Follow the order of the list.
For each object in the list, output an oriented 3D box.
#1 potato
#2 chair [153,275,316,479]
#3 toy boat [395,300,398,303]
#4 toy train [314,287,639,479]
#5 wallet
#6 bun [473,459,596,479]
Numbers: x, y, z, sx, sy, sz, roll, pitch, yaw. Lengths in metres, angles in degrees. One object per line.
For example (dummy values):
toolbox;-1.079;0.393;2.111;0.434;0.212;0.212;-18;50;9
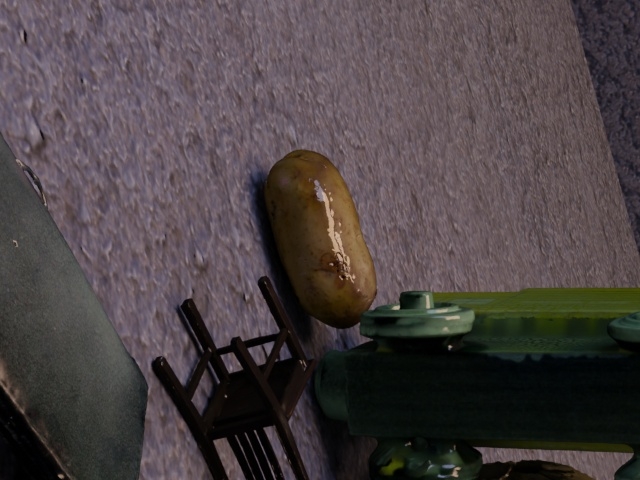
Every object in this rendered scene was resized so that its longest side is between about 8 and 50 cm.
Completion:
potato;0.000;0.000;1.759;0.107;0.080;0.170;-47;122;-78
chair;-0.044;0.148;1.505;0.212;0.084;0.101;64;24;-24
toy boat;0.088;0.114;1.983;0.105;0.034;0.149;50;29;-53
toy train;0.226;0.123;1.714;0.272;0.442;0.179;-15;103;-61
wallet;-0.211;0.010;1.195;0.190;0.046;0.379;-82;149;-54
bun;0.175;0.281;1.763;0.259;0.259;0.152;-16;89;-72
